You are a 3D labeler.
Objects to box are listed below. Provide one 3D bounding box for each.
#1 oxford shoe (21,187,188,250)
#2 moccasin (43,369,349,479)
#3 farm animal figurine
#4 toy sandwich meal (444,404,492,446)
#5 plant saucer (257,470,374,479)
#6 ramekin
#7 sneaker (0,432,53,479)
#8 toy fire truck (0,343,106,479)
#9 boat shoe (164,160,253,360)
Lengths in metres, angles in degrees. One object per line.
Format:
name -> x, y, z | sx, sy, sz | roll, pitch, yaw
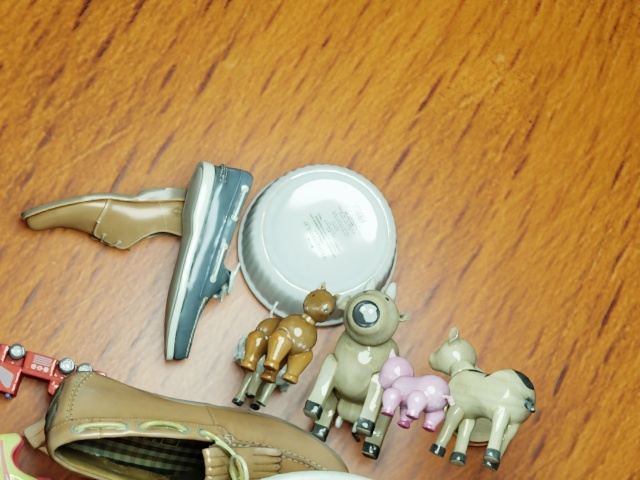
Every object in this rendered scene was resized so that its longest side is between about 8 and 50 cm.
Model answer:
oxford shoe -> -0.268, -0.023, 1.980 | 0.212, 0.076, 0.076 | -4, 87, -8
moccasin -> -0.139, 0.264, 1.857 | 0.380, 0.147, 0.139 | 23, 120, -20
farm animal figurine -> 0.075, 0.147, 1.858 | 0.330, 0.327, 0.172 | 24, 70, -4
toy sandwich meal -> 0.196, 0.220, 2.001 | 0.085, 0.029, 0.085 | 1, 78, -6
plant saucer -> -0.033, 0.438, 1.846 | 0.400, 0.100, 0.400 | -4, 108, -12
ramekin -> 0.000, 0.000, 1.986 | 0.207, 0.109, 0.207 | 1, 77, -6
sneaker -> -0.357, 0.323, 1.888 | 0.094, 0.081, 0.208 | -24, 81, -13
toy fire truck -> -0.322, 0.213, 1.932 | 0.192, 0.047, 0.135 | 16, 76, -3
boat shoe -> -0.142, 0.030, 1.962 | 0.079, 0.095, 0.254 | 12, 88, -16
